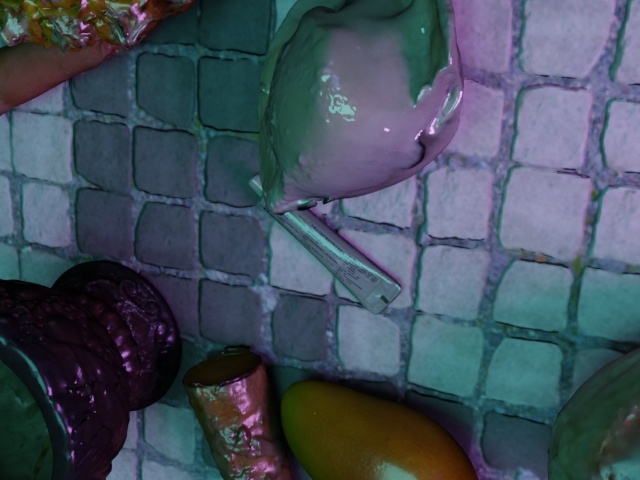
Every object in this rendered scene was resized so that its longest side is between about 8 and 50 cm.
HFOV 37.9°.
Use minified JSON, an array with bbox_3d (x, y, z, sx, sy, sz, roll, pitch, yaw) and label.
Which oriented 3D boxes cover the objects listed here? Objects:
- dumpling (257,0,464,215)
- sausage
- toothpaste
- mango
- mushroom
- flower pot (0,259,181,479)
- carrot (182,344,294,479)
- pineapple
[{"bbox_3d":[0.016,-0.152,0.866,0.243,0.175,0.227,-19,68,13],"label":"dumpling"},{"bbox_3d":[-0.278,-0.208,1.006,0.304,0.078,0.078,-22,96,25],"label":"sausage"},{"bbox_3d":[0.000,0.000,0.978,0.197,0.029,0.048,42,119,3],"label":"toothpaste"},{"bbox_3d":[0.064,0.229,0.974,0.253,0.113,0.138,37,120,17],"label":"mango"},{"bbox_3d":[0.352,0.185,0.780,0.344,0.130,0.247,-4,66,21],"label":"mushroom"},{"bbox_3d":[-0.298,0.147,1.011,0.266,0.267,0.267,6,108,19],"label":"flower pot"},{"bbox_3d":[-0.070,0.250,1.054,0.102,0.102,0.263,-12,107,25],"label":"carrot"},{"bbox_3d":[-0.190,-0.275,0.845,0.334,0.158,0.161,-20,65,-2],"label":"pineapple"}]
